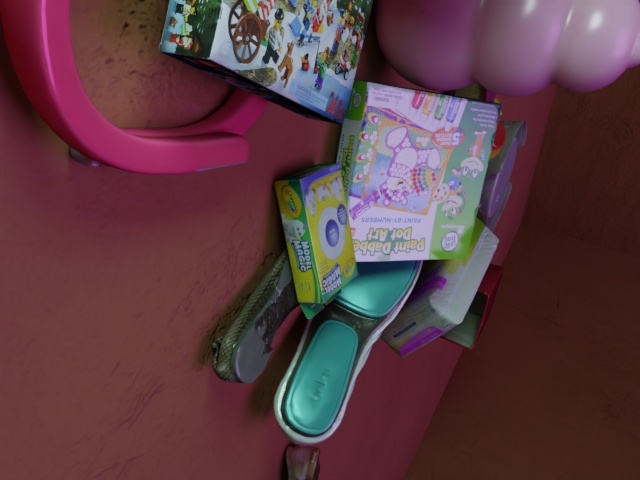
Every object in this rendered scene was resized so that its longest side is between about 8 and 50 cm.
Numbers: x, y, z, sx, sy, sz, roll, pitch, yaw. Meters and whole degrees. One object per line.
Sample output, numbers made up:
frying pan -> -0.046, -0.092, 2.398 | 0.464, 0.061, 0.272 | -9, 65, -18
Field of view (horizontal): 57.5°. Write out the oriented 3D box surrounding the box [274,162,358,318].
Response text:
box -> 0.000, 0.000, 0.737 | 0.105, 0.043, 0.179 | -34, 119, -55

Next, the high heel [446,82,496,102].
high heel -> 0.264, -0.205, 1.159 | 0.181, 0.127, 0.377 | 68, 37, -57

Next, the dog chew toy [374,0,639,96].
dog chew toy -> 0.242, -0.281, 0.752 | 0.206, 0.331, 0.207 | -47, 148, -43

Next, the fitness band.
fitness band -> -0.104, -0.158, 0.440 | 0.291, 0.054, 0.209 | -23, 126, -62

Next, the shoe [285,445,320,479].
shoe -> -0.034, 0.445, 1.099 | 0.077, 0.058, 0.219 | -76, 172, -45

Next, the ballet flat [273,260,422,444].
ballet flat -> 0.039, 0.132, 0.926 | 0.400, 0.139, 0.139 | -60, 156, -26

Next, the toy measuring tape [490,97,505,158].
toy measuring tape -> 0.331, -0.187, 1.319 | 0.330, 0.121, 0.121 | -58, 155, -17

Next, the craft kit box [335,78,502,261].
craft kit box -> 0.133, -0.093, 0.849 | 0.249, 0.061, 0.247 | -1, 111, -30

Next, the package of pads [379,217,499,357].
package of pads -> 0.263, 0.108, 1.317 | 0.296, 0.101, 0.229 | -51, -178, -39

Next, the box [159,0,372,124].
box -> -0.023, -0.194, 0.470 | 0.233, 0.044, 0.159 | -2, 107, -66

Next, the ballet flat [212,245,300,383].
ballet flat -> -0.061, 0.074, 0.732 | 0.250, 0.058, 0.084 | -58, 134, -40

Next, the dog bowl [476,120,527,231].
dog bowl -> 0.508, -0.195, 1.738 | 0.349, 0.102, 0.349 | -47, 148, -42

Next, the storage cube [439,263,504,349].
storage cube -> 0.395, 0.160, 1.665 | 0.193, 0.183, 0.215 | -37, 140, -54
